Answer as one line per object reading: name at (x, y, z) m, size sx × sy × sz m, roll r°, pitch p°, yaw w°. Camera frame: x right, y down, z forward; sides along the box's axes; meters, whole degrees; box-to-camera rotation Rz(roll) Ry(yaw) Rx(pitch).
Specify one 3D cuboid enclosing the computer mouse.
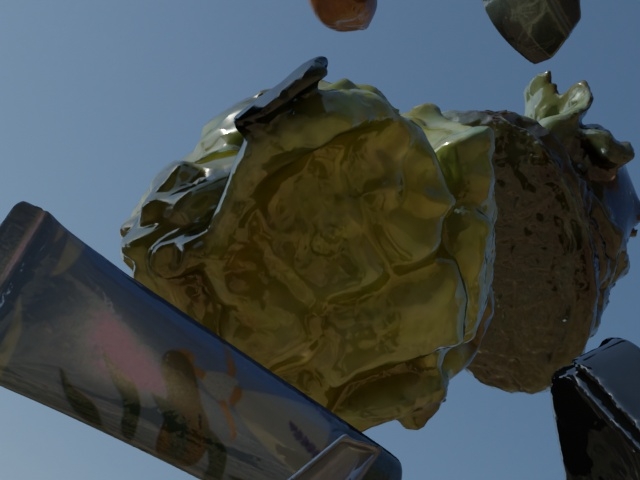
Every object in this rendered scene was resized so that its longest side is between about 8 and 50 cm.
computer mouse at (0.245, -0.329, 1.619) m, size 0.071 × 0.231 × 0.126 m, roll -5°, pitch -20°, yaw -38°

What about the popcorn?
popcorn at (0.004, 0.008, 0.872) m, size 0.237 × 0.293 × 0.293 m, roll 52°, pitch -32°, yaw -10°

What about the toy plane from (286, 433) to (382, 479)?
toy plane at (-0.023, 0.127, 0.367) m, size 0.171 × 0.162 × 0.065 m, roll 23°, pitch -24°, yaw -32°

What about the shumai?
shumai at (0.245, -0.015, 1.438) m, size 0.292 × 0.288 × 0.330 m, roll -18°, pitch -89°, yaw 36°

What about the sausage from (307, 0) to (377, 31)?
sausage at (0.007, -0.403, 1.719) m, size 0.105 × 0.274 × 0.105 m, roll -15°, pitch -19°, yaw -5°

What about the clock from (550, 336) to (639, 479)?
clock at (0.164, 0.202, 0.432) m, size 0.273 × 0.049 × 0.279 m, roll 51°, pitch -18°, yaw 54°

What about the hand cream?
hand cream at (-0.058, 0.083, 0.622) m, size 0.256 × 0.088 × 0.055 m, roll 32°, pitch -15°, yaw -11°
